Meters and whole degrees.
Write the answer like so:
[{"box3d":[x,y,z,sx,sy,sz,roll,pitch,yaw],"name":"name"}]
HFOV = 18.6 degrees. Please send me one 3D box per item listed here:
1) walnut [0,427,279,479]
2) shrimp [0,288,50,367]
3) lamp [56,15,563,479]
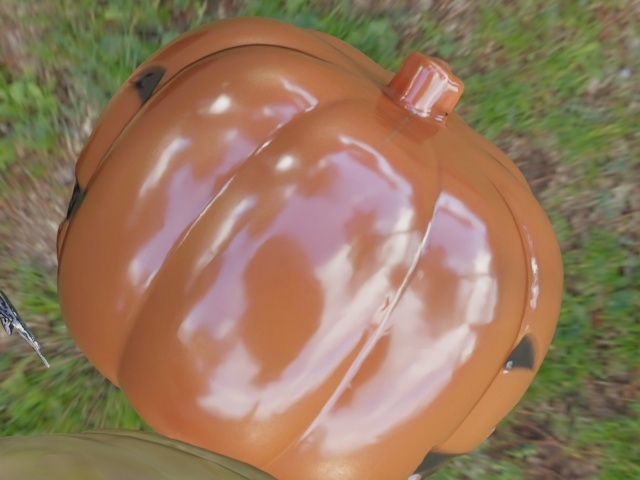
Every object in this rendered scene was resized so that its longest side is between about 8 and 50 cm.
[{"box3d":[-0.038,0.161,0.383,0.225,0.225,0.261,-44,90,-6],"name":"walnut"},{"box3d":[-0.198,-0.028,0.948,0.079,0.090,0.233,-20,114,34],"name":"shrimp"},{"box3d":[0.000,0.000,0.723,0.187,0.187,0.164,33,107,-3],"name":"lamp"}]
